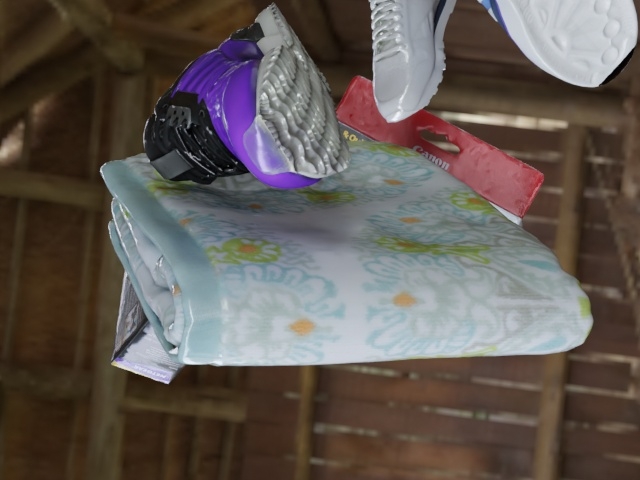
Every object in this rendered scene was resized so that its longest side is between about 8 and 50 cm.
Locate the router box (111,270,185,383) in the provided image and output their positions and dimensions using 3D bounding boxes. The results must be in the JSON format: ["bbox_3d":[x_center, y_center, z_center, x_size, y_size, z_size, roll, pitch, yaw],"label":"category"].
[{"bbox_3d":[-0.147,-0.022,1.681,0.243,0.081,0.309,-46,31,43],"label":"router box"}]

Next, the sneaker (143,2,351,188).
[{"bbox_3d":[-0.067,-0.084,1.084,0.102,0.146,0.293,57,-171,-17],"label":"sneaker"}]

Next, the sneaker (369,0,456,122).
[{"bbox_3d":[0.090,-0.240,1.620,0.095,0.090,0.235,41,-134,-40],"label":"sneaker"}]

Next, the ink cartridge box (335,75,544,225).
[{"bbox_3d":[0.101,-0.043,1.872,0.272,0.309,0.130,-62,-9,4],"label":"ink cartridge box"}]

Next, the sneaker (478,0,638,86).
[{"bbox_3d":[0.188,-0.315,1.524,0.130,0.323,0.236,-48,35,9],"label":"sneaker"}]

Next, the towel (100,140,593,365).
[{"bbox_3d":[0.000,0.000,1.172,0.374,0.320,0.090,-131,41,-63],"label":"towel"}]
